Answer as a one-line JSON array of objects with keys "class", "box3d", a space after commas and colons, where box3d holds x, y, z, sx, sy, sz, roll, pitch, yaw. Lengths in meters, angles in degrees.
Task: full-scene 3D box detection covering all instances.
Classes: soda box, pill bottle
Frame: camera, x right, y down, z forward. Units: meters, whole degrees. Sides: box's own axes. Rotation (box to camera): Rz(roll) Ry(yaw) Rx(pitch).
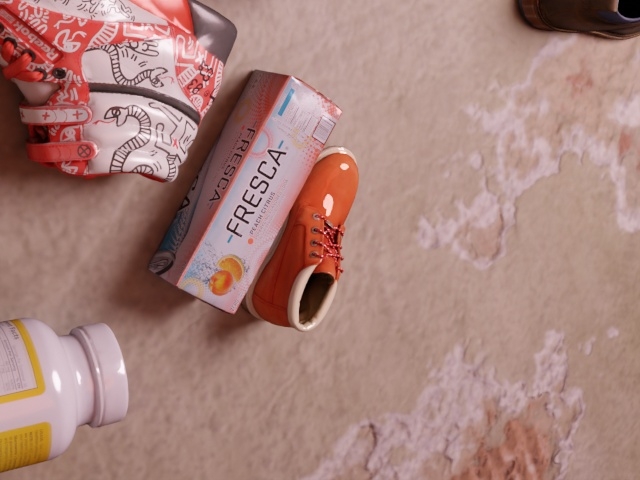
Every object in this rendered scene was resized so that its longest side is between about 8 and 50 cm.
[{"class": "soda box", "box3d": [-0.059, -0.040, 0.848, 0.058, 0.063, 0.183, 31, 85, -32]}, {"class": "pill bottle", "box3d": [-0.233, 0.111, 0.759, 0.184, 0.103, 0.103, -10, 107, -28]}]

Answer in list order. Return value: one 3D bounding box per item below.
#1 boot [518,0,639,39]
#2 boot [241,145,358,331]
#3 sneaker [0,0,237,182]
[{"class": "boot", "box3d": [0.297, -0.218, 0.988, 0.219, 0.106, 0.082, -13, 109, -27]}, {"class": "boot", "box3d": [0.000, 0.000, 0.882, 0.059, 0.084, 0.158, 26, 87, -31]}, {"class": "sneaker", "box3d": [-0.189, -0.128, 0.732, 0.270, 0.090, 0.145, 20, 89, -35]}]
